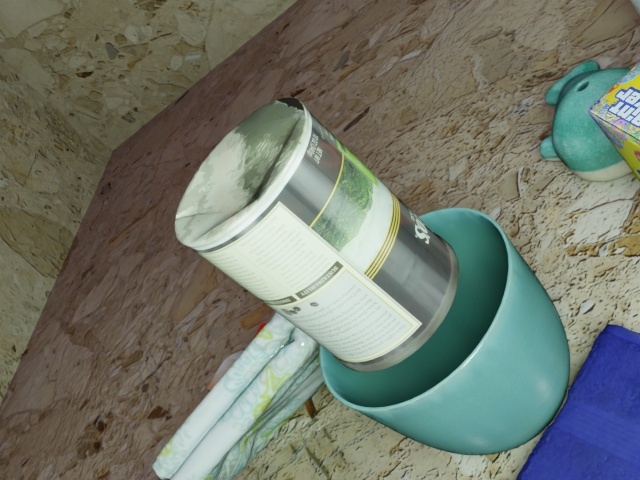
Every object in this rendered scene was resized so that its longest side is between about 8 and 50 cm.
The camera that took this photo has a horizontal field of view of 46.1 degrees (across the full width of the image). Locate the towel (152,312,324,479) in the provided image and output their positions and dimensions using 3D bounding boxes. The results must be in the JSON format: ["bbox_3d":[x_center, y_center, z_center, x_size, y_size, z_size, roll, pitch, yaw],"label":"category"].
[{"bbox_3d":[-0.075,0.236,1.194,0.374,0.090,0.320,-50,-14,3],"label":"towel"}]

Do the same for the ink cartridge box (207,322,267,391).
[{"bbox_3d":[-0.136,0.240,1.499,0.145,0.045,0.179,2,60,54],"label":"ink cartridge box"}]

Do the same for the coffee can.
[{"bbox_3d":[0.000,0.000,0.875,0.201,0.275,0.201,-34,34,26],"label":"coffee can"}]

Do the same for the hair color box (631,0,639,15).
[{"bbox_3d":[0.589,-0.331,1.039,0.105,0.174,0.347,-46,30,5],"label":"hair color box"}]

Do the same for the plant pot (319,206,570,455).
[{"bbox_3d":[0.184,0.143,0.982,0.293,0.235,0.293,-34,32,25],"label":"plant pot"}]

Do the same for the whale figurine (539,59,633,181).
[{"bbox_3d":[0.421,-0.212,1.164,0.216,0.141,0.272,-38,31,20],"label":"whale figurine"}]

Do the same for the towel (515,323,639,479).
[{"bbox_3d":[0.339,0.250,0.824,0.308,0.076,0.228,-55,23,-9],"label":"towel"}]

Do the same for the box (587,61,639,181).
[{"bbox_3d":[0.501,-0.115,0.793,0.279,0.290,0.177,-43,30,9],"label":"box"}]
